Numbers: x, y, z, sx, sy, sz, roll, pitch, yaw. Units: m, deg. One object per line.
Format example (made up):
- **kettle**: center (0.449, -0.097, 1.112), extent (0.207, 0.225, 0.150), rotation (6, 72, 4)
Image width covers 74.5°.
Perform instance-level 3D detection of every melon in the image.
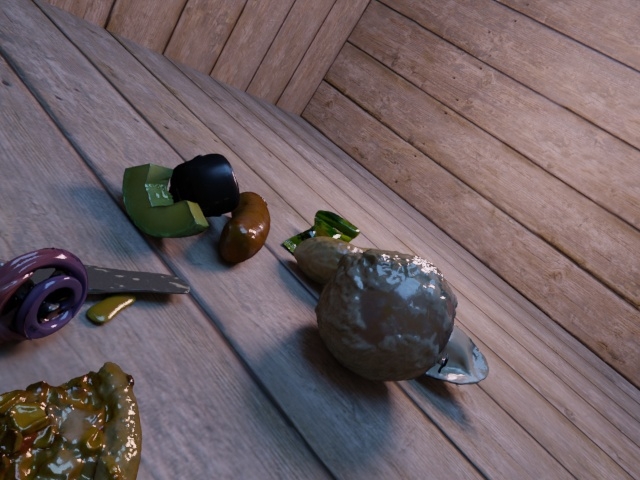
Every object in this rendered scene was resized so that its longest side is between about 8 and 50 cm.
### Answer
- **melon**: center (-0.311, -0.074, 0.827), extent (0.209, 0.118, 0.064), rotation (56, 12, 19)

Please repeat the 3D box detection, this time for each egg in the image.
- **egg**: center (0.130, 0.143, 0.834), extent (0.310, 0.279, 0.279), rotation (3, 37, -51)

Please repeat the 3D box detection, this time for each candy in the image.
- **candy**: center (0.000, 0.000, 1.209), extent (0.149, 0.069, 0.246), rotation (32, 36, 13)

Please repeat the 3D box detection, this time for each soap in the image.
- **soap**: center (-0.298, 0.092, 0.605), extent (0.034, 0.012, 0.089), rotation (31, 19, -2)

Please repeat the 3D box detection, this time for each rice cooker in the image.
- **rice cooker**: center (-0.254, -0.116, 0.925), extent (0.118, 0.142, 0.203), rotation (-23, 11, -33)

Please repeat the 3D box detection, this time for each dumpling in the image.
- **dumpling**: center (0.273, 0.259, 0.999), extent (0.247, 0.142, 0.172), rotation (25, 42, 26)

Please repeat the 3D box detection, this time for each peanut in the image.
- **peanut**: center (0.083, 0.072, 1.053), extent (0.314, 0.149, 0.149), rotation (15, 21, -2)

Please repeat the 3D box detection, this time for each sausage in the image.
- **sausage**: center (-0.172, -0.031, 0.978), extent (0.109, 0.108, 0.270), rotation (30, 19, -13)

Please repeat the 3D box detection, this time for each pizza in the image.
- **pizza**: center (-0.251, 0.182, 0.405), extent (0.161, 0.062, 0.182), rotation (22, 25, -20)

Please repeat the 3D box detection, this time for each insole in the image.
- **insole**: center (-0.315, 0.061, 0.633), extent (0.248, 0.011, 0.081), rotation (12, 16, -43)

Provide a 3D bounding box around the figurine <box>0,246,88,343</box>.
- **figurine**: center (-0.360, 0.057, 0.470), extent (0.157, 0.126, 0.114), rotation (8, 67, -6)
